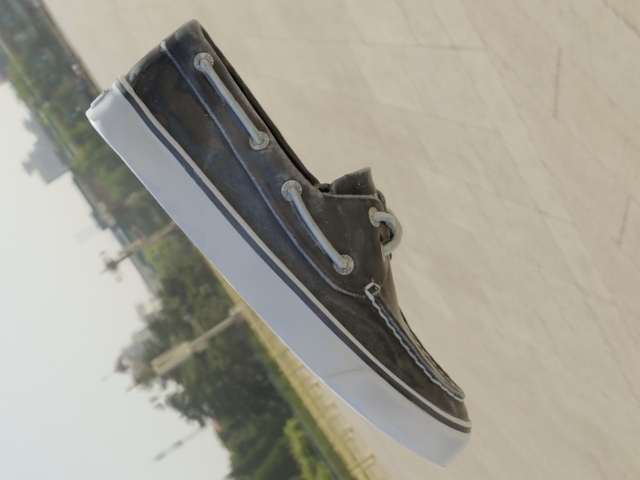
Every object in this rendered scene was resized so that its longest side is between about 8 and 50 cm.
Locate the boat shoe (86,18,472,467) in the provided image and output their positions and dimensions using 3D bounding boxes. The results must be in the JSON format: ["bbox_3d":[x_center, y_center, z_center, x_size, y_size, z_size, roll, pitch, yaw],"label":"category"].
[{"bbox_3d":[0.000,0.000,0.609,0.301,0.102,0.108,47,-176,0],"label":"boat shoe"}]
